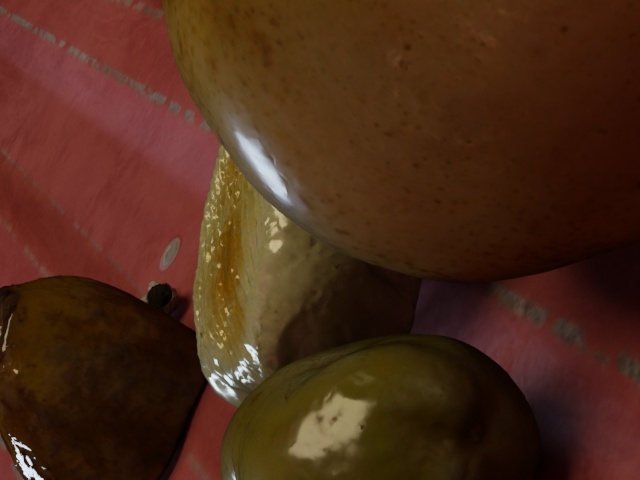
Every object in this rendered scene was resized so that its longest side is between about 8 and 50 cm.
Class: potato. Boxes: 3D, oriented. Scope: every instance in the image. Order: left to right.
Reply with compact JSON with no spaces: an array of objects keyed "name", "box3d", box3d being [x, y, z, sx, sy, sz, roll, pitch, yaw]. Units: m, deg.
[{"name":"potato","box3d":[0.030,0.122,0.950,0.154,0.137,0.200,-53,18,-25]}]

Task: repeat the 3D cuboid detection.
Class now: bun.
[{"name":"bun","box3d":[0.000,0.000,1.124,0.244,0.153,0.244,-169,90,-70]}]

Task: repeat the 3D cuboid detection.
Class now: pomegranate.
[{"name":"pomegranate","box3d":[0.095,-0.184,0.879,0.416,0.416,0.417,-44,29,33]}]

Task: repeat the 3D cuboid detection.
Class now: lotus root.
[{"name":"lotus root","box3d":[-0.219,0.127,1.408,0.188,0.180,0.199,-5,58,57]}]

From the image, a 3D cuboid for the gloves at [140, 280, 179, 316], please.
[{"name":"gloves","box3d":[-0.152,0.058,1.511,0.044,0.037,0.081,-27,4,-10]}]
